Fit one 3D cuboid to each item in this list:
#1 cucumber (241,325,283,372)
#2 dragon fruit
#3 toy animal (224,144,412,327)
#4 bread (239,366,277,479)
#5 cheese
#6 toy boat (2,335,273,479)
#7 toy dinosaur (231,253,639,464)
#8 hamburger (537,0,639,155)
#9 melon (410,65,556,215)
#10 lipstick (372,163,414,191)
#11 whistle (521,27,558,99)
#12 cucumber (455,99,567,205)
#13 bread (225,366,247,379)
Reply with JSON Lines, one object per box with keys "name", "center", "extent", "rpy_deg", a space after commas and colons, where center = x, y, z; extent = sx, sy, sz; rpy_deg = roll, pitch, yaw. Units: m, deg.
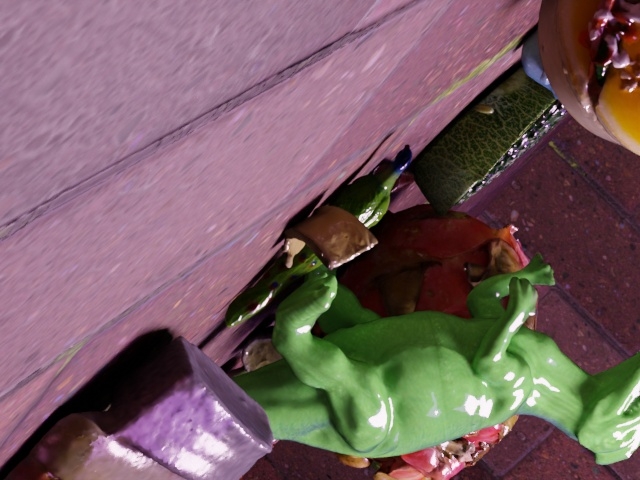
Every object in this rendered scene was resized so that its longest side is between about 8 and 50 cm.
{"name": "cucumber", "center": [-0.048, 0.121, 1.817], "extent": [0.064, 0.064, 0.112], "rpy_deg": [-46, 179, 10]}
{"name": "dragon fruit", "center": [0.093, 0.113, 1.700], "extent": [0.250, 0.269, 0.291], "rpy_deg": [82, 24, -48]}
{"name": "toy animal", "center": [0.004, -0.003, 1.417], "extent": [0.217, 0.041, 0.075], "rpy_deg": [-42, 178, 15]}
{"name": "bread", "center": [-0.079, 0.217, 2.063], "extent": [0.380, 0.109, 0.185], "rpy_deg": [-40, 173, -17]}
{"name": "cheese", "center": [-0.004, -0.004, 1.338], "extent": [0.060, 0.041, 0.084], "rpy_deg": [-33, -160, -34]}
{"name": "toy boat", "center": [-0.161, 0.182, 1.258], "extent": [0.293, 0.111, 0.276], "rpy_deg": [-33, 164, -14]}
{"name": "toy dinosaur", "center": [0.043, 0.187, 1.550], "extent": [0.500, 0.374, 0.144], "rpy_deg": [-43, -157, 14]}
{"name": "hamburger", "center": [0.313, -0.195, 1.323], "extent": [0.295, 0.227, 0.151], "rpy_deg": [-46, -162, -17]}
{"name": "melon", "center": [0.180, -0.119, 1.720], "extent": [0.209, 0.064, 0.118], "rpy_deg": [-42, 174, -47]}
{"name": "lipstick", "center": [0.070, -0.058, 1.552], "extent": [0.027, 0.027, 0.176], "rpy_deg": [-45, 176, 7]}
{"name": "whistle", "center": [0.282, -0.208, 1.654], "extent": [0.269, 0.093, 0.180], "rpy_deg": [-40, 157, -50]}
{"name": "cucumber", "center": [0.235, -0.137, 1.974], "extent": [0.293, 0.067, 0.067], "rpy_deg": [-47, 174, 28]}
{"name": "bread", "center": [-0.137, 0.228, 1.861], "extent": [0.228, 0.033, 0.228], "rpy_deg": [-40, 157, -21]}
